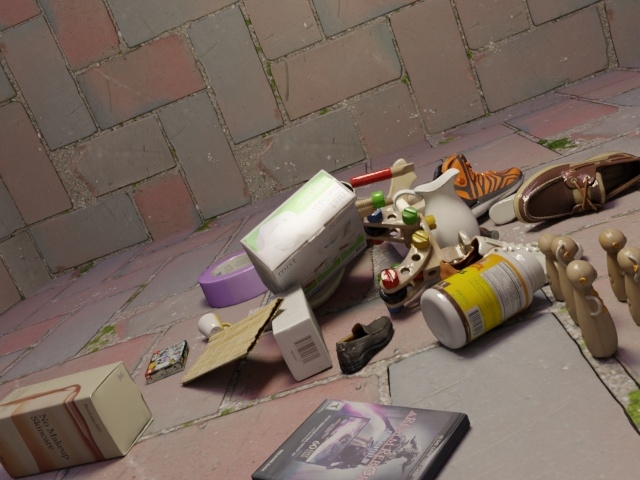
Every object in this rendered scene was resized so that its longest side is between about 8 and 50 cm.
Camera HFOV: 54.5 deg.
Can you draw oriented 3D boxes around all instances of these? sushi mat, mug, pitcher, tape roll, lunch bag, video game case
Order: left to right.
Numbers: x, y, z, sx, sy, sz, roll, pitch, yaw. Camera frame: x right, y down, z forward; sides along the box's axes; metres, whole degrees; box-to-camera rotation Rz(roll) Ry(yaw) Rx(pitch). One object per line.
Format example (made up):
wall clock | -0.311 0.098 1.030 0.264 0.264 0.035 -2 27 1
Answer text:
mug | -0.275 0.225 1.622 0.078 0.062 0.064 -33 25 -16
sushi mat | -0.197 0.222 1.342 0.316 0.019 0.151 -32 21 47
tape roll | -0.240 0.106 1.949 0.274 0.090 0.275 -20 14 5
lunch bag | -0.140 0.191 1.562 0.071 0.053 0.083 -22 24 10
video game case | 0.054 0.306 0.903 0.274 0.026 0.196 -9 19 44
pitcher | 0.279 -0.046 1.490 0.177 0.207 0.125 -18 15 18

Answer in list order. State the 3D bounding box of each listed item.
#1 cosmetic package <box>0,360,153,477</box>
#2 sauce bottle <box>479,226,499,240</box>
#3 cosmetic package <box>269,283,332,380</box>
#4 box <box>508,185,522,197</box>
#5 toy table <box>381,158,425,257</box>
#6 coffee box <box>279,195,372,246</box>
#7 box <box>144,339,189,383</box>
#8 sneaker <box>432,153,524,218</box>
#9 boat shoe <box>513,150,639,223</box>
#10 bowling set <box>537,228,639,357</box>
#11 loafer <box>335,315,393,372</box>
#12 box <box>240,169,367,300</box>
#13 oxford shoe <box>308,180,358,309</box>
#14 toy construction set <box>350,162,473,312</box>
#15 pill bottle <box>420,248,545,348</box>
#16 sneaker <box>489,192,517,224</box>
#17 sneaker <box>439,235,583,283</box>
cosmetic package | -0.518 0.368 1.269 0.296 0.153 0.129 -19 16 19
sauce bottle | 0.390 -0.015 1.549 0.042 0.042 0.128 -28 14 -24
cosmetic package | -0.047 0.186 1.305 0.085 0.117 0.231 -24 13 -2
box | 0.598 -0.128 1.685 0.162 0.029 0.116 -5 22 47
toy table | 0.231 -0.072 1.662 0.161 0.252 0.274 -38 22 5
coffee box | 0.026 -0.061 1.952 0.297 0.119 0.168 0 19 15
box | -0.382 0.302 1.558 0.093 0.027 0.137 -23 14 -1
sneaker | 0.443 -0.179 1.755 0.321 0.180 0.124 -32 0 -36
boat shoe | 0.625 -0.128 1.473 0.341 0.123 0.123 -18 12 -11
bowling set | 0.469 0.042 0.990 0.199 0.154 0.287 -20 15 9
loafer | 0.088 0.187 1.213 0.062 0.061 0.170 -12 16 37
box | -0.029 0.008 1.471 0.262 0.231 0.126 -42 60 -13
oxford shoe | 0.000 0.000 1.674 0.169 0.130 0.449 7 47 20
toy construction set | 0.216 -0.020 1.356 0.237 0.309 0.257 -15 23 6
pill bottle | 0.296 0.097 1.120 0.215 0.117 0.117 -26 15 -17
sneaker | 0.543 -0.107 1.609 0.212 0.080 0.094 -17 5 23
sneaker | 0.375 0.034 1.231 0.290 0.123 0.106 -21 12 -2
